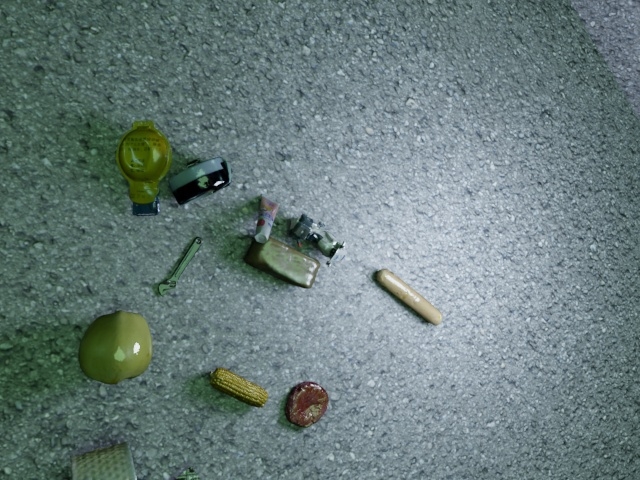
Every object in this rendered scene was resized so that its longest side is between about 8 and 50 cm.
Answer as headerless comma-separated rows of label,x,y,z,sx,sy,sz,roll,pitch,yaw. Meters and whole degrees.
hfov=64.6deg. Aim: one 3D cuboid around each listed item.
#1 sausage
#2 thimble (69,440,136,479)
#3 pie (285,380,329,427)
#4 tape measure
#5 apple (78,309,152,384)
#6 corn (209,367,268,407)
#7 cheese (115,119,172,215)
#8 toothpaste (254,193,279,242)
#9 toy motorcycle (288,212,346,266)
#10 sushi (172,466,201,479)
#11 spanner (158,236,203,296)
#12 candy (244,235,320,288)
sausage,0.317,0.199,1.799,0.301,0.065,0.066,36,74,-17
thimble,-0.544,0.669,1.287,0.149,0.270,0.271,-9,90,-26
pie,-0.042,0.531,1.636,0.153,0.038,0.154,0,89,-23
tape measure,-0.347,-0.176,1.469,0.181,0.181,0.107,-26,94,-21
apple,-0.544,0.289,1.356,0.199,0.200,0.200,1,86,-23
corn,-0.250,0.448,1.536,0.207,0.068,0.068,34,74,-21
cheese,-0.505,-0.205,1.445,0.176,0.069,0.271,0,92,10
toothpaste,-0.168,-0.070,1.572,0.067,0.043,0.195,28,39,-18
toy motorcycle,0.000,0.000,1.635,0.221,0.150,0.102,31,110,-18
sushi,-0.405,0.807,1.460,0.219,0.047,0.232,-34,96,-17
spanner,-0.418,0.076,1.514,0.046,0.012,0.209,35,74,-17
candy,-0.117,0.068,1.598,0.233,0.102,0.104,28,77,-22
